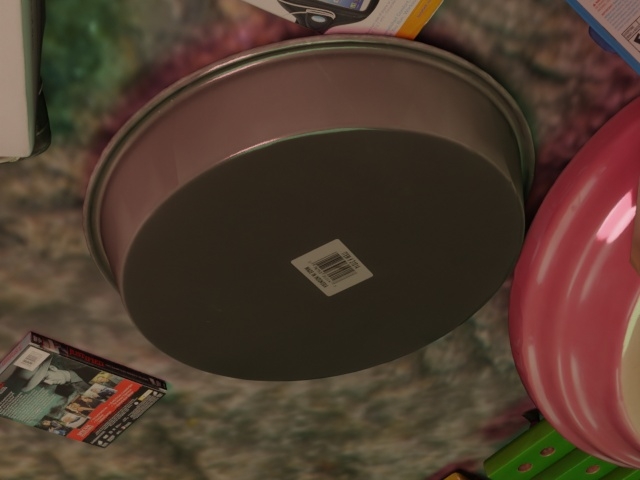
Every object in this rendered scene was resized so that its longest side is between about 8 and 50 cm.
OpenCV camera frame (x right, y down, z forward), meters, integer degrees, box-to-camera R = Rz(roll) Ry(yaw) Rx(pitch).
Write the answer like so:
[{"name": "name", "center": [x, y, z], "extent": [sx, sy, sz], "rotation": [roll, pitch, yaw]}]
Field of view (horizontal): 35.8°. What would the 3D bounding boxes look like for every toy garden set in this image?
[{"name": "toy garden set", "center": [0.233, 0.232, 0.951], "extent": [0.244, 0.049, 0.204], "rotation": [28, 121, -36]}]

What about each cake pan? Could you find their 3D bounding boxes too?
[{"name": "cake pan", "center": [0.000, 0.000, 0.628], "extent": [0.293, 0.054, 0.293], "rotation": [-8, 142, -6]}]

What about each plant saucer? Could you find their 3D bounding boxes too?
[{"name": "plant saucer", "center": [0.296, 0.036, 0.673], "extent": [0.332, 0.084, 0.332], "rotation": [-7, 119, -12]}]

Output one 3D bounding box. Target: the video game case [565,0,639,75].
[{"name": "video game case", "center": [0.135, -0.174, 0.450], "extent": [0.119, 0.166, 0.015], "rotation": [-46, 172, 30]}]

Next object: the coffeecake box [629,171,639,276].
[{"name": "coffeecake box", "center": [0.264, -0.041, 0.514], "extent": [0.185, 0.068, 0.142], "rotation": [-19, 138, -5]}]

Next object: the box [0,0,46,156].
[{"name": "box", "center": [-0.210, -0.138, 0.407], "extent": [0.181, 0.119, 0.182], "rotation": [-1, 134, -13]}]

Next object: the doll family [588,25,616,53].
[{"name": "doll family", "center": [0.258, -0.166, 0.495], "extent": [0.263, 0.118, 0.163], "rotation": [-13, 136, 0]}]

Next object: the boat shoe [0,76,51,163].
[{"name": "boat shoe", "center": [-0.253, -0.052, 0.515], "extent": [0.219, 0.078, 0.070], "rotation": [-9, 135, -8]}]

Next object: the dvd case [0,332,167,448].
[{"name": "dvd case", "center": [-0.189, 0.116, 0.749], "extent": [0.119, 0.013, 0.087], "rotation": [26, 124, -35]}]

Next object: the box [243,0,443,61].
[{"name": "box", "center": [0.004, -0.151, 0.515], "extent": [0.136, 0.028, 0.081], "rotation": [19, 129, -27]}]
